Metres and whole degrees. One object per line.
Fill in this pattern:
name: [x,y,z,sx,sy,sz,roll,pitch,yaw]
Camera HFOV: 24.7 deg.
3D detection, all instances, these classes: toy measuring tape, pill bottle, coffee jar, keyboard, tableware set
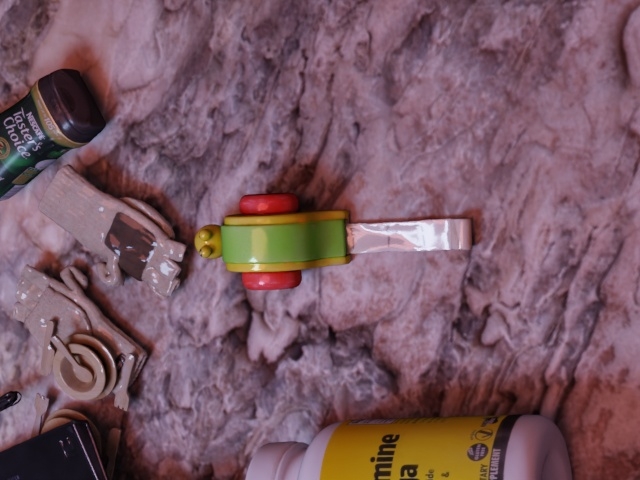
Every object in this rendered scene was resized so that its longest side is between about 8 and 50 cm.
toy measuring tape: [0.000,0.000,1.643,0.330,0.121,0.121,-1,95,23]
pill bottle: [0.094,0.287,1.588,0.333,0.188,0.188,-5,93,24]
coffee jar: [-0.355,-0.132,1.801,0.184,0.079,0.096,-32,82,22]
keyboard: [-0.397,0.288,1.853,0.317,0.033,0.202,-26,87,34]
tableware set: [-0.306,0.208,1.811,0.128,0.039,0.194,20,113,17]

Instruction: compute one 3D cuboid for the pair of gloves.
pair of gloves: [-0.275,0.047,1.804,0.204,0.042,0.240,29,111,13]
